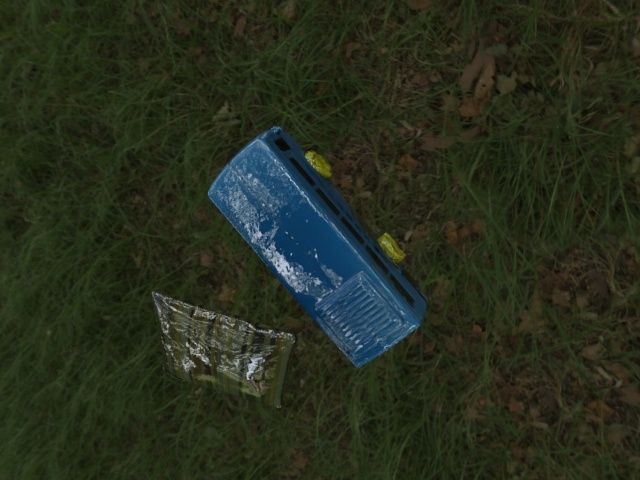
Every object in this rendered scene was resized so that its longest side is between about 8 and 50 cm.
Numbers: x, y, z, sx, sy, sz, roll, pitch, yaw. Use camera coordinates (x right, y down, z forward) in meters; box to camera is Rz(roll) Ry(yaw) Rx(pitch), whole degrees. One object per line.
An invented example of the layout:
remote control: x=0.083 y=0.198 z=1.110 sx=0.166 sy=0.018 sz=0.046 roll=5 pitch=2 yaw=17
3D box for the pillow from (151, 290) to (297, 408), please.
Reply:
pillow: x=-0.145 y=0.172 z=0.630 sx=0.212 sy=0.052 sz=0.208 roll=17 pitch=131 yaw=4

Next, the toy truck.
toy truck: x=0.000 y=0.000 z=0.657 sx=0.161 sy=0.162 sz=0.385 roll=-40 pitch=90 yaw=20
